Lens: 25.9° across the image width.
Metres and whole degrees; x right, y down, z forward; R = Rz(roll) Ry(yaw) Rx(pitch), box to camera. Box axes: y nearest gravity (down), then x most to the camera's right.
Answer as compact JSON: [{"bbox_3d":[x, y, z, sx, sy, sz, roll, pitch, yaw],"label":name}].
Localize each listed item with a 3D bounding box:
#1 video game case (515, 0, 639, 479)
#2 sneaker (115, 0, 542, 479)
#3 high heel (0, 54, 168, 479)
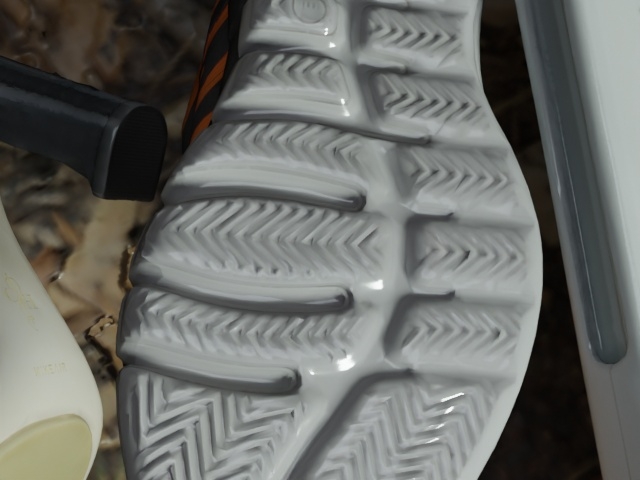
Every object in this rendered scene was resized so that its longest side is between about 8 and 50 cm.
[{"bbox_3d":[0.213,-0.027,0.536,0.329,0.036,0.300,2,73,-35],"label":"video game case"},{"bbox_3d":[0.000,0.000,0.510,0.124,0.180,0.321,12,61,-4],"label":"sneaker"},{"bbox_3d":[-0.179,0.041,0.562,0.186,0.093,0.261,20,90,27],"label":"high heel"}]
